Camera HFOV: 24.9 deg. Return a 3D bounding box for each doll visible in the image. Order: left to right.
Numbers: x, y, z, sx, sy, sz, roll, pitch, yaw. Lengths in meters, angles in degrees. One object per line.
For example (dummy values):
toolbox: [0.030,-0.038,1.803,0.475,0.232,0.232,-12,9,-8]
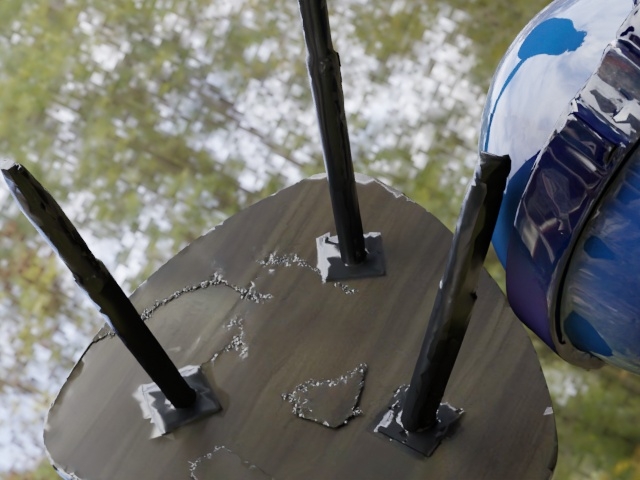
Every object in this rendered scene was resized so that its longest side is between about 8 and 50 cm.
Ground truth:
doll: [0.226,-0.056,0.759,0.310,0.240,0.284,-40,-30,-12]

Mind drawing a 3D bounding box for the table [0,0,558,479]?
table: [0.000,0.000,0.832,0.317,0.317,0.249,-53,-30,-35]
